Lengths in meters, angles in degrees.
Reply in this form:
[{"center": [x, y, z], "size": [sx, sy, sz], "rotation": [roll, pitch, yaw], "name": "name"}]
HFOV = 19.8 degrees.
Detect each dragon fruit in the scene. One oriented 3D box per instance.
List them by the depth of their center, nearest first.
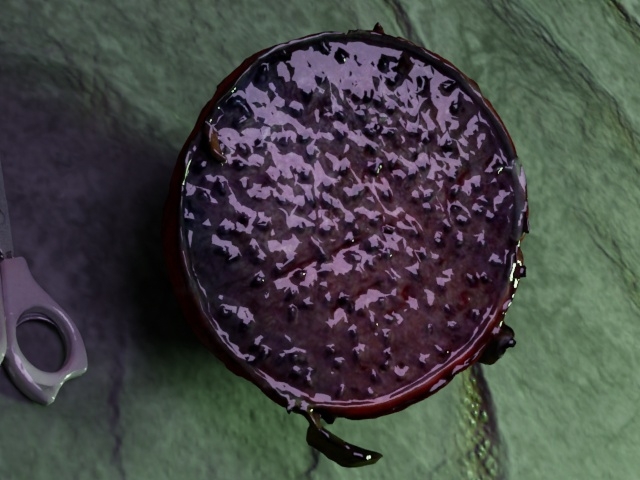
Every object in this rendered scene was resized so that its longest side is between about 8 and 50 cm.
[{"center": [0.001, -0.004, 1.074], "size": [0.218, 0.148, 0.223], "rotation": [-38, 100, -18], "name": "dragon fruit"}]

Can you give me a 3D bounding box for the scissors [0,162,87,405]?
[{"center": [-0.176, 0.000, 0.991], "size": [0.100, 0.015, 0.189], "rotation": [14, 51, -36], "name": "scissors"}]
